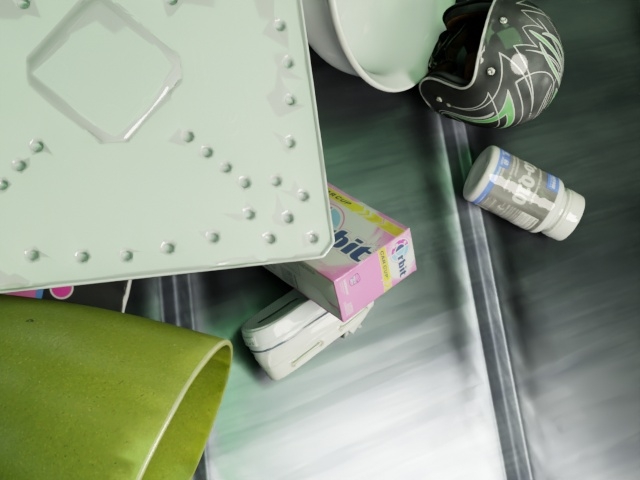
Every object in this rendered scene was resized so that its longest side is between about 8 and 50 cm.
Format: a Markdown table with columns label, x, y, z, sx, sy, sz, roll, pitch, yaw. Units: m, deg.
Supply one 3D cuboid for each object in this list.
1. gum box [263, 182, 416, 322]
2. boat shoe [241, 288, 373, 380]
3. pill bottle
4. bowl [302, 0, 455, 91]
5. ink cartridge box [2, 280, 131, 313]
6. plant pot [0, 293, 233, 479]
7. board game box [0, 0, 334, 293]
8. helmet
| label | x | y | z | sx | sy | sz | roll | pitch | yaw |
| --- | --- | --- | --- | --- | --- | --- | --- | --- | --- |
| gum box | 0.000 | 0.000 | 0.957 | 0.107 | 0.062 | 0.188 | -34 | 43 | -24 |
| boat shoe | 0.013 | 0.077 | 0.990 | 0.226 | 0.083 | 0.076 | -30 | 110 | -21 |
| pill bottle | 0.258 | -0.058 | 1.091 | 0.137 | 0.078 | 0.078 | 25 | 68 | -7 |
| bowl | 0.043 | -0.333 | 1.052 | 0.134 | 0.298 | 0.298 | 9 | 63 | 34 |
| ink cartridge box | -0.256 | -0.097 | 0.882 | 0.176 | 0.069 | 0.371 | 12 | 95 | -12 |
| plant pot | -0.271 | 0.163 | 0.791 | 0.293 | 0.275 | 0.275 | 22 | 68 | 5 |
| board game box | -0.203 | -0.154 | 0.815 | 0.390 | 0.050 | 0.390 | -6 | 83 | -15 |
| helmet | 0.218 | -0.218 | 1.061 | 0.169 | 0.161 | 0.169 | -1 | 91 | -45 |
